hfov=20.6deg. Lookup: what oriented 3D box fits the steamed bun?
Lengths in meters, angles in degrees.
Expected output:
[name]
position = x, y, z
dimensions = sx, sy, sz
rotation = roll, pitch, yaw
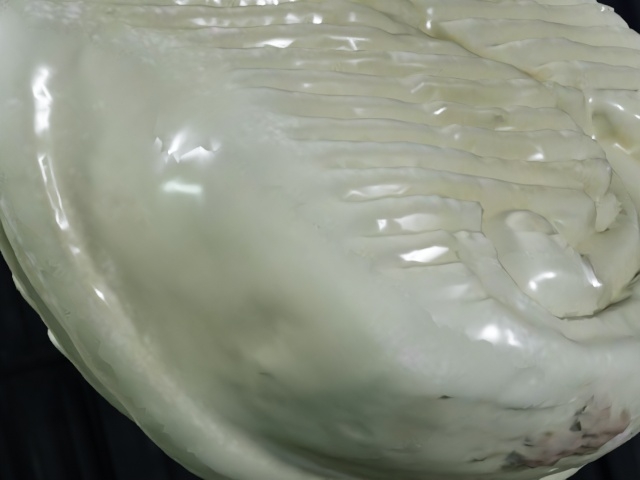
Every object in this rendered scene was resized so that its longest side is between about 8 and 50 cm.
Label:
[steamed bun]
position = 0.006, -0.003, 0.751
dimensions = 0.310, 0.324, 0.219
rotation = -34, -27, -52
